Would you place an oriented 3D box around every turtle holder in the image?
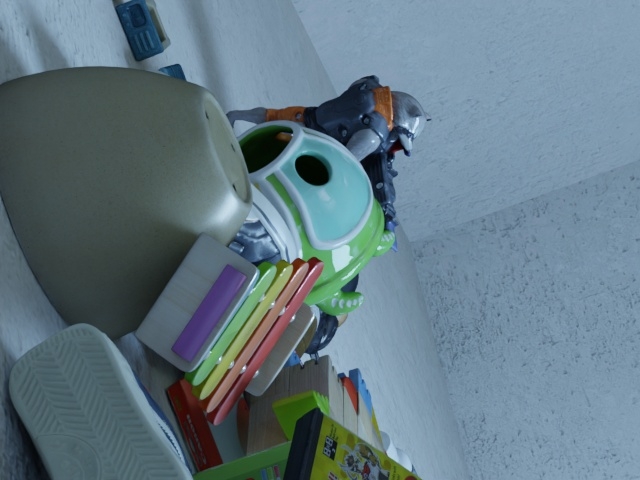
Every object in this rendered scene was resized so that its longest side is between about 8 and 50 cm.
[{"bbox_3d":[-0.069,-0.018,2.039,0.243,0.320,0.227,28,-30,52],"label":"turtle holder"}]

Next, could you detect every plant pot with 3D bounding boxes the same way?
[{"bbox_3d":[-0.179,-0.059,1.493,0.284,0.191,0.284,-19,90,-81],"label":"plant pot"}]

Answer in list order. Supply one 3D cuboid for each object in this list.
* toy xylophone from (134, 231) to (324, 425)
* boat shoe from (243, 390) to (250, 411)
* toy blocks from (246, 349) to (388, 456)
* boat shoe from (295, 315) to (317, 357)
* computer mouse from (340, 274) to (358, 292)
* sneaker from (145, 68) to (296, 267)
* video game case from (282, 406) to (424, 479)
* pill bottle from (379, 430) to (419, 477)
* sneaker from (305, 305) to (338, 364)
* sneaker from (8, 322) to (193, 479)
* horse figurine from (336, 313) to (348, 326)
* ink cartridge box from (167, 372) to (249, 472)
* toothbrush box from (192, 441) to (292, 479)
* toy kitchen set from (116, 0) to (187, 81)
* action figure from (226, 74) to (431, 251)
[{"bbox_3d":[-0.107,0.102,1.467,0.081,0.236,0.322,33,5,14],"label":"toy xylophone"},{"bbox_3d":[-0.067,0.194,1.986,0.207,0.073,0.073,-88,157,-64],"label":"boat shoe"},{"bbox_3d":[0.016,0.264,1.750,0.261,0.190,0.381,-90,159,-60],"label":"toy blocks"},{"bbox_3d":[-0.120,0.082,1.744,0.110,0.122,0.341,33,-1,25],"label":"boat shoe"},{"bbox_3d":[0.000,0.000,2.497,0.188,0.072,0.272,49,10,-45],"label":"computer mouse"},{"bbox_3d":[-0.153,-0.044,1.749,0.127,0.126,0.321,-53,127,-24],"label":"sneaker"},{"bbox_3d":[0.058,0.318,1.313,0.248,0.035,0.275,36,40,-20],"label":"video game case"},{"bbox_3d":[0.111,0.406,2.456,0.108,0.108,0.180,-96,163,-57],"label":"pill bottle"},{"bbox_3d":[-0.042,0.068,2.327,0.153,0.101,0.269,57,22,-58],"label":"sneaker"},{"bbox_3d":[-0.143,0.222,1.176,0.148,0.131,0.350,61,2,-44],"label":"sneaker"},{"bbox_3d":[-0.011,0.092,2.551,0.174,0.066,0.263,66,9,27],"label":"horse figurine"},{"bbox_3d":[-0.118,0.215,1.730,0.179,0.045,0.145,-39,109,-83],"label":"ink cartridge box"},{"bbox_3d":[-0.035,0.353,1.409,0.122,0.206,0.283,54,17,-58],"label":"toothbrush box"},{"bbox_3d":[-0.187,-0.302,2.031,0.122,0.166,0.207,-61,130,-78],"label":"toy kitchen set"},{"bbox_3d":[0.023,-0.139,2.399,0.178,0.330,0.341,56,17,-56],"label":"action figure"}]
